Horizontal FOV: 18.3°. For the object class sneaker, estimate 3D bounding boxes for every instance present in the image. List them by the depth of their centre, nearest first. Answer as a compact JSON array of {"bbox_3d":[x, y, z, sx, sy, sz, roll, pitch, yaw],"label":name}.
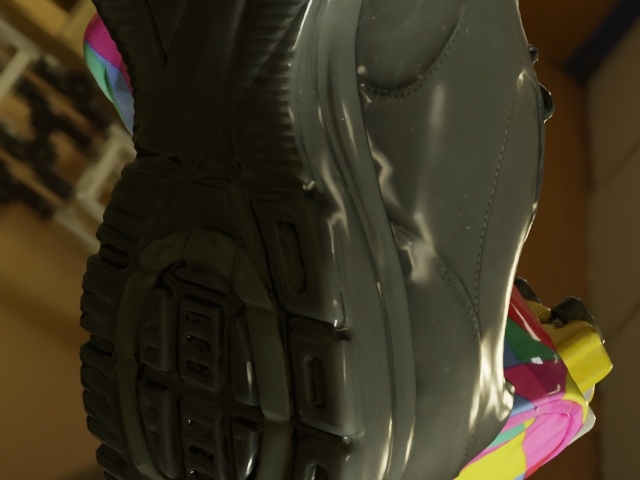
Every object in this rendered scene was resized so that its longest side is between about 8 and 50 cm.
[{"bbox_3d":[0.005,-0.059,0.522,0.130,0.109,0.286,-12,109,-52],"label":"sneaker"}]

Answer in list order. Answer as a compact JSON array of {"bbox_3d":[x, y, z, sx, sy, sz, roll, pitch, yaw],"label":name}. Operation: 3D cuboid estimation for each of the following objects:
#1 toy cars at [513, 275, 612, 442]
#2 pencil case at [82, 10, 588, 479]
[{"bbox_3d":[0.187,0.057,1.090,0.393,0.087,0.176,-23,-164,40],"label":"toy cars"},{"bbox_3d":[0.000,0.000,0.730,0.104,0.236,0.104,-24,158,-11],"label":"pencil case"}]
